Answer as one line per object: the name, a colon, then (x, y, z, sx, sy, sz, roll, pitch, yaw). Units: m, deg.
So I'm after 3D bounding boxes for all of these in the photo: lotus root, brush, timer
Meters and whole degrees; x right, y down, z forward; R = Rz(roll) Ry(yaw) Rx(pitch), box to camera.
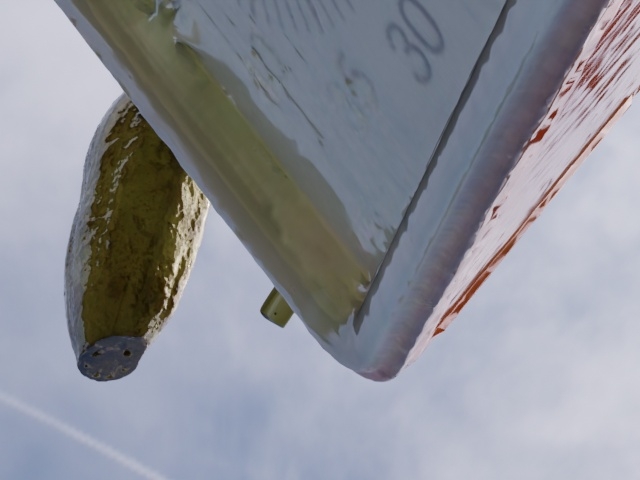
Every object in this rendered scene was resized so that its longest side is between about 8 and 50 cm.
lotus root: (-0.120, -0.026, 1.236, 0.097, 0.110, 0.258, 23, -127, -13)
brush: (0.000, 0.000, 0.770, 0.013, 0.016, 0.084, 18, -109, 51)
timer: (-0.008, -0.134, 0.460, 0.250, 0.257, 0.161, 38, -118, 9)
